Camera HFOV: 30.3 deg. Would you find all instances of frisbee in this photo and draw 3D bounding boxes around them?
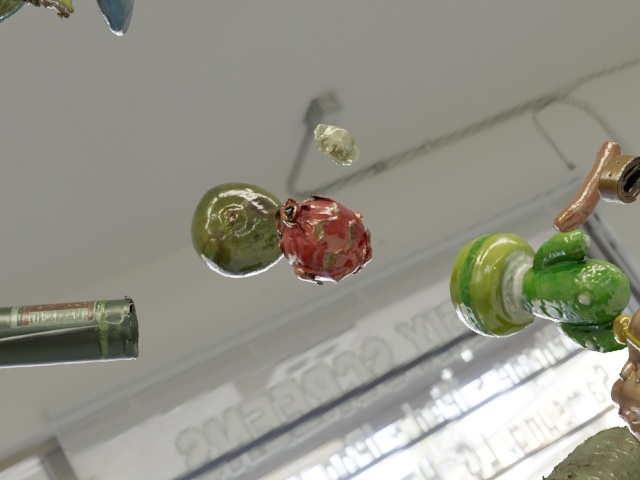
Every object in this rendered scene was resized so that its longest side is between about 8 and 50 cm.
[{"bbox_3d":[-0.383,-0.531,2.213,0.049,0.289,0.289,-6,-17,4],"label":"frisbee"}]

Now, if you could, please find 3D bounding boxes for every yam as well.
[{"bbox_3d":[0.470,0.429,1.993,0.168,0.168,0.304,-43,-15,30],"label":"yam"}]

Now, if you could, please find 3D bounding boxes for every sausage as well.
[{"bbox_3d":[0.415,-0.080,1.814,0.186,0.043,0.043,-54,-7,-26],"label":"sausage"}]

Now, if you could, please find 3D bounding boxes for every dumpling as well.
[{"bbox_3d":[0.025,-0.150,1.888,0.076,0.052,0.057,46,-115,-52],"label":"dumpling"}]

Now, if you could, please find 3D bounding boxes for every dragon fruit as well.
[{"bbox_3d":[0.000,0.000,1.766,0.166,0.136,0.133,35,-100,-38],"label":"dragon fruit"}]

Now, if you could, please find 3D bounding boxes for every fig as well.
[{"bbox_3d":[-0.158,-0.011,2.391,0.203,0.203,0.225,-30,-17,-8],"label":"fig"}]

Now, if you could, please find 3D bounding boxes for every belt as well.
[{"bbox_3d":[0.393,-0.079,1.536,0.036,0.059,0.083,11,32,40],"label":"belt"}]

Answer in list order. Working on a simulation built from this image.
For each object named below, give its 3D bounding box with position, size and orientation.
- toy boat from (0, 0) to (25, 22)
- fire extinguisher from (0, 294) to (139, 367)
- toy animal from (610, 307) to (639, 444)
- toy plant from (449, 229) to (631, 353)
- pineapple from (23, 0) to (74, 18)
[{"bbox_3d":[-0.583,-0.434,2.106,0.102,0.088,0.215,-8,30,50],"label":"toy boat"},{"bbox_3d":[-0.413,0.134,1.696,0.295,0.093,0.118,-3,12,-3],"label":"fire extinguisher"},{"bbox_3d":[0.499,0.182,1.705,0.149,0.247,0.165,1,5,-8],"label":"toy animal"},{"bbox_3d":[0.390,0.079,2.019,0.316,0.224,0.184,4,29,44],"label":"toy plant"},{"bbox_3d":[-0.420,-0.384,1.695,0.140,0.164,0.249,-22,26,44],"label":"pineapple"}]
